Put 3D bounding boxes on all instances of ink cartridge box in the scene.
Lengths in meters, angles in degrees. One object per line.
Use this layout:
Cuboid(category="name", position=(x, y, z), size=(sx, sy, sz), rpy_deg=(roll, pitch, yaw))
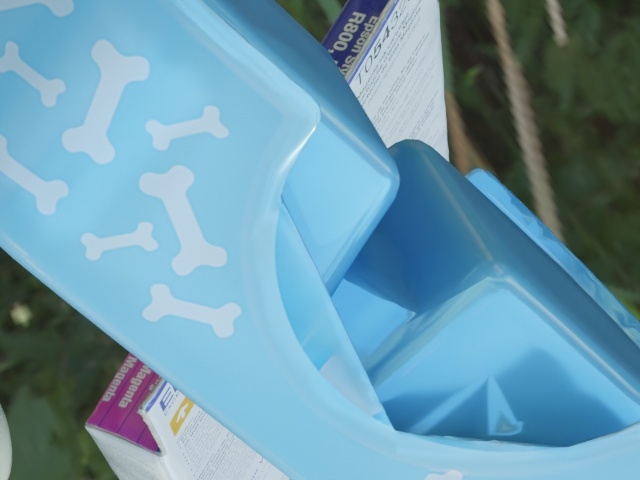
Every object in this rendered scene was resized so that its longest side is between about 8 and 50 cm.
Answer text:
Cuboid(category="ink cartridge box", position=(-0.023, 0.014, 1.178), size=(0.324, 0.071, 0.330), rpy_deg=(-59, 162, -20))

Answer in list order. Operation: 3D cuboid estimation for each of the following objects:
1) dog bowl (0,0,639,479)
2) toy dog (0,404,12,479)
Cuboid(category="dog bowl", position=(0.000, 0.000, 0.496), size=(0.074, 0.166, 0.297), rpy_deg=(-45, 113, 9))
Cuboid(category="toy dog", position=(-0.220, 0.113, 0.684), size=(0.284, 0.408, 0.395), rpy_deg=(-46, 155, -19))
